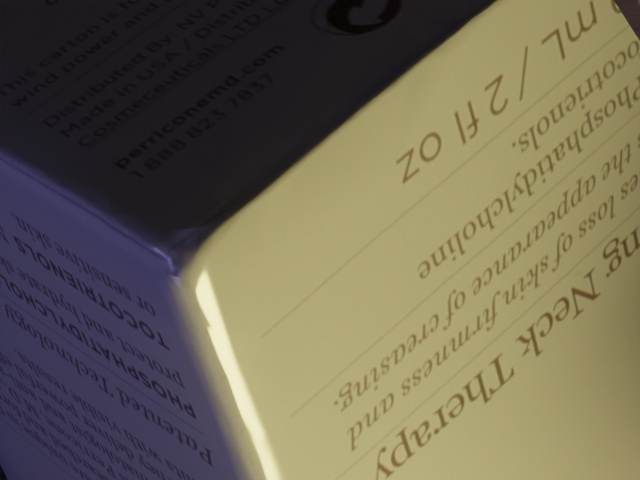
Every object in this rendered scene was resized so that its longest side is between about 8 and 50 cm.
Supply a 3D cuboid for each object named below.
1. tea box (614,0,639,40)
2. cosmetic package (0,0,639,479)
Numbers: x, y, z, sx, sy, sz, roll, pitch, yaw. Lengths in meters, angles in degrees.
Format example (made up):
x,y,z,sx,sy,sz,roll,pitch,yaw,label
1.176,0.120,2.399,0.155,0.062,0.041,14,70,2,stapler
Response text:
x,y,z,sx,sy,sz,roll,pitch,yaw,label
0.267,-0.165,0.456,0.220,0.329,0.323,55,158,-13,tea box
0.000,0.000,0.976,0.327,0.329,0.394,29,148,41,cosmetic package
